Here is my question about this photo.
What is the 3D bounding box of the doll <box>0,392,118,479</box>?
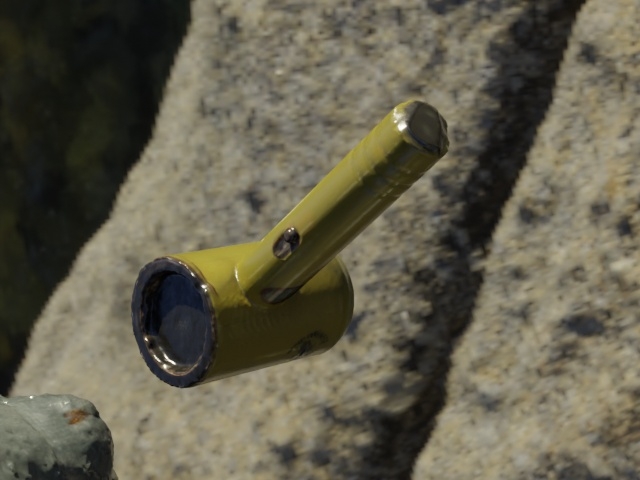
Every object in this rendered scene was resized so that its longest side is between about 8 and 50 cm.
[{"bbox_3d":[-0.173,0.154,0.986,0.246,0.340,0.158,37,100,23],"label":"doll"}]

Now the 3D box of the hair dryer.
[{"bbox_3d":[0.000,0.000,1.031,0.278,0.135,0.090,-43,65,44],"label":"hair dryer"}]
